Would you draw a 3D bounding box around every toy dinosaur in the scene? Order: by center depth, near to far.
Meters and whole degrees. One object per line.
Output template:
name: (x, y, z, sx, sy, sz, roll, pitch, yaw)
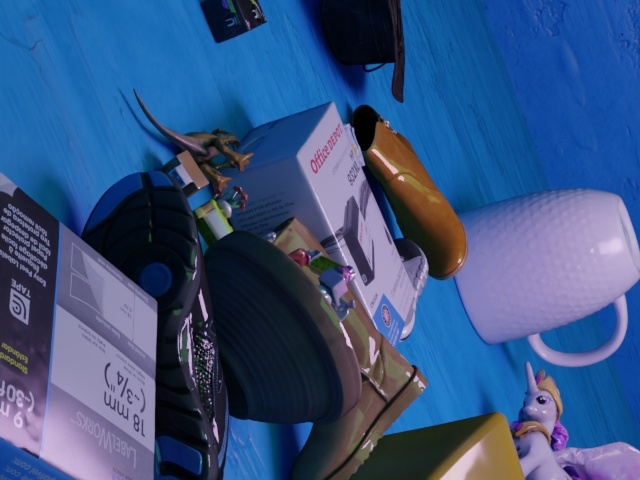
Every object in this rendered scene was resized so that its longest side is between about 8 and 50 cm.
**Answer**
toy dinosaur: (-0.149, -0.110, 1.565, 0.112, 0.064, 0.211, 36, 8, 18)

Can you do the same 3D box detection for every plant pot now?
plant pot: (-0.073, 0.117, 1.415, 0.110, 0.237, 0.237, -36, 113, -26)
plant pot: (0.147, 0.370, 1.736, 0.187, 0.212, 0.212, -17, 90, -59)

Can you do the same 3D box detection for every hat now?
hat: (0.070, -0.392, 2.236, 0.331, 0.134, 0.331, -3, 90, -82)

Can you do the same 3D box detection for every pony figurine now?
pony figurine: (0.414, 0.428, 2.314, 0.351, 0.303, 0.363, 57, 34, -9)

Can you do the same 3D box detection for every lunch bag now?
lunch bag: (0.018, -0.131, 1.959, 0.053, 0.083, 0.071, -38, 110, -69)

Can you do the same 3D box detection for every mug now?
mug: (0.472, 0.079, 2.607, 0.374, 0.328, 0.276, 69, 21, -11)

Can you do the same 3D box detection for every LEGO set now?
LEGO set: (-0.058, -0.001, 1.499, 0.287, 0.107, 0.132, 41, -30, 27)

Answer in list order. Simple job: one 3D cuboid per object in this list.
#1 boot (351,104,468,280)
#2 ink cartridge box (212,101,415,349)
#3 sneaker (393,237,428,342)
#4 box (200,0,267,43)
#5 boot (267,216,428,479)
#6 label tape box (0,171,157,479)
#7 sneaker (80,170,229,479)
boot: (0.133, -0.083, 2.179, 0.211, 0.104, 0.295, 43, 20, -40)
ink cartridge box: (0.000, 0.000, 1.740, 0.307, 0.129, 0.223, 66, 21, -17)
sneaker: (0.103, 0.043, 2.039, 0.132, 0.086, 0.228, 56, 27, -32)
box: (-0.118, -0.313, 1.800, 0.062, 0.052, 0.083, 67, 22, -10)
boot: (-0.027, 0.146, 1.592, 0.269, 0.089, 0.236, 49, 66, -12)
label tape box: (-0.236, 0.150, 1.045, 0.240, 0.106, 0.333, 47, 32, -49)
sneaker: (-0.161, 0.103, 1.297, 0.139, 0.125, 0.340, 48, 35, -75)
